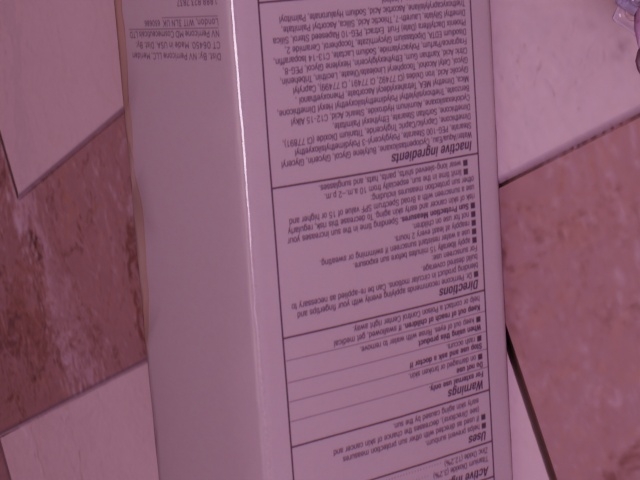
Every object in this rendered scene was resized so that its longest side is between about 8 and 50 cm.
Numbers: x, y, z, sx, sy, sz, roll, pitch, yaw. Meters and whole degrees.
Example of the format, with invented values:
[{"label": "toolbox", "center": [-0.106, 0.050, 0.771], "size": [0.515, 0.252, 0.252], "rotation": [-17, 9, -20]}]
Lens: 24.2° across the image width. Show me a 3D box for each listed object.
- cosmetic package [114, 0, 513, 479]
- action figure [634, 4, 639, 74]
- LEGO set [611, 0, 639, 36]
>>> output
[{"label": "cosmetic package", "center": [0.000, 0.000, 0.744], "size": [0.113, 0.160, 0.309], "rotation": [12, 107, 53]}, {"label": "action figure", "center": [0.229, -0.164, 0.376], "size": [0.248, 0.275, 0.370], "rotation": [9, 135, 30]}, {"label": "LEGO set", "center": [0.174, -0.179, 0.561], "size": [0.244, 0.060, 0.182], "rotation": [-6, 99, 41]}]
